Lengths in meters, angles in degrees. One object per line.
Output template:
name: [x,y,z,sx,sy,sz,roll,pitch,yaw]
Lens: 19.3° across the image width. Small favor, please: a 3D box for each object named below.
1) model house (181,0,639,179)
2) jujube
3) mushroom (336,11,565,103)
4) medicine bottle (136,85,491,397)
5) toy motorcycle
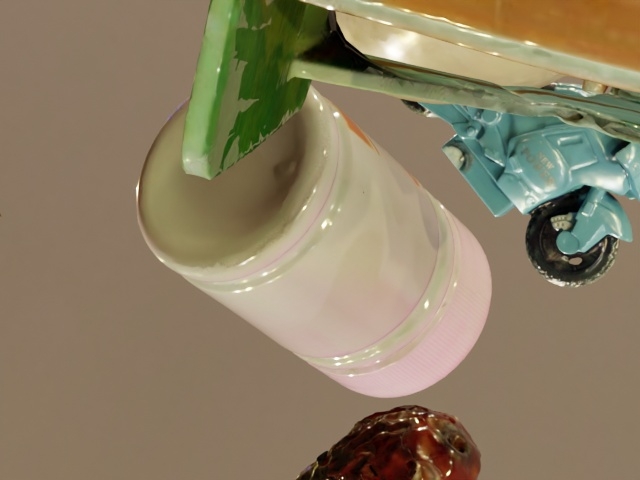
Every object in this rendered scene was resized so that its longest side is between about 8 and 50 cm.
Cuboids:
model house: [0.155,-0.152,0.700,0.340,0.323,0.300,-46,151,-75]
jujube: [0.035,0.178,1.286,0.166,0.104,0.104,-43,-142,30]
mushroom: [0.063,-0.233,1.034,0.297,0.290,0.297,-36,-140,37]
medicine bottle: [0.000,0.000,1.707,0.202,0.316,0.202,-16,-122,26]
toy motorcycle: [0.185,-0.108,1.546,0.182,0.272,0.123,-40,173,13]
